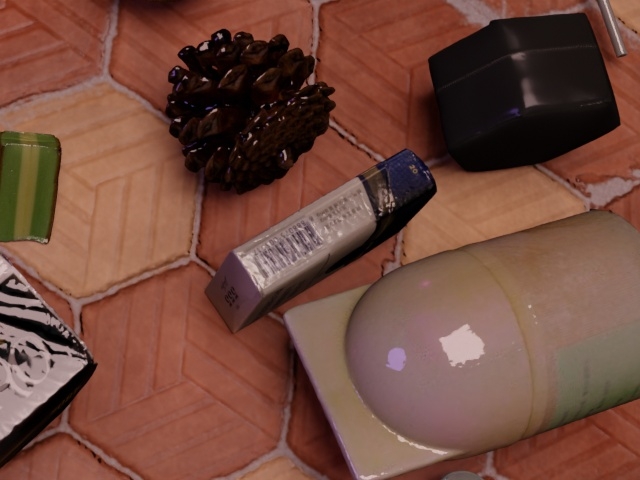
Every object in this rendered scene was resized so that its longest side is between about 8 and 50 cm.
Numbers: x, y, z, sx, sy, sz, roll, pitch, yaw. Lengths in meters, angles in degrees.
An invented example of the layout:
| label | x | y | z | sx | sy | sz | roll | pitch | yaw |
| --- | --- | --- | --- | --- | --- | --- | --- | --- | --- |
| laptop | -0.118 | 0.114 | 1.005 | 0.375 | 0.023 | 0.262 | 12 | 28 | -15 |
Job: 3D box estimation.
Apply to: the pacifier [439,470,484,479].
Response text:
| label | x | y | z | sx | sy | sz | roll | pitch | yaw |
| --- | --- | --- | --- | --- | --- | --- | --- | --- | --- |
| pacifier | 0.157 | 0.340 | 1.756 | 0.150 | 0.117 | 0.126 | -28 | 108 | -27 |

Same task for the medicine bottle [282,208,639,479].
| label | x | y | z | sx | sy | sz | roll | pitch | yaw |
| --- | --- | --- | --- | --- | --- | --- | --- | --- | --- |
| medicine bottle | 0.179 | 0.123 | 1.762 | 0.406 | 0.236 | 0.235 | -15 | 78 | -21 |

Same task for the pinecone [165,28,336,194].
| label | x | y | z | sx | sy | sz | roll | pitch | yaw |
| --- | --- | --- | --- | --- | --- | --- | --- | --- | --- |
| pinecone | -0.092 | -0.158 | 1.800 | 0.208 | 0.208 | 0.207 | 5 | 71 | -15 |

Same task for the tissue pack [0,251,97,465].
| label | x | y | z | sx | sy | sz | roll | pitch | yaw |
| --- | --- | --- | --- | --- | --- | --- | --- | --- | --- |
| tissue pack | -0.432 | 0.193 | 1.570 | 0.370 | 0.210 | 0.198 | -42 | 92 | -23 |

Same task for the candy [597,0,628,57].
| label | x | y | z | sx | sy | sz | roll | pitch | yaw |
| --- | --- | --- | --- | --- | --- | --- | --- | --- | --- |
| candy | 0.349 | -0.418 | 2.064 | 0.124 | 0.124 | 0.365 | -15 | 82 | -21 |

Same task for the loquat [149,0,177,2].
| label | x | y | z | sx | sy | sz | roll | pitch | yaw |
| --- | --- | --- | --- | --- | --- | --- | --- | --- | --- |
| loquat | -0.186 | -0.389 | 1.844 | 0.213 | 0.213 | 0.213 | 5 | 71 | -15 |

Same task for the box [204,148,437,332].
| label | x | y | z | sx | sy | sz | roll | pitch | yaw |
| --- | --- | --- | --- | --- | --- | --- | --- | --- | --- |
| box | 0.000 | 0.000 | 1.786 | 0.259 | 0.168 | 0.071 | -30 | 81 | -22 |

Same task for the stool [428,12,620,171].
| label | x | y | z | sx | sy | sz | roll | pitch | yaw |
| --- | --- | --- | --- | --- | --- | --- | --- | --- | --- |
| stool | 0.251 | -0.182 | 1.898 | 0.232 | 0.232 | 0.141 | -7 | 74 | -19 |

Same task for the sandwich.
| label | x | y | z | sx | sy | sz | roll | pitch | yaw |
| --- | --- | --- | --- | --- | --- | --- | --- | --- | --- |
| sandwich | -0.343 | -0.062 | 1.787 | 0.074 | 0.074 | 0.116 | 5 | 104 | -16 |
